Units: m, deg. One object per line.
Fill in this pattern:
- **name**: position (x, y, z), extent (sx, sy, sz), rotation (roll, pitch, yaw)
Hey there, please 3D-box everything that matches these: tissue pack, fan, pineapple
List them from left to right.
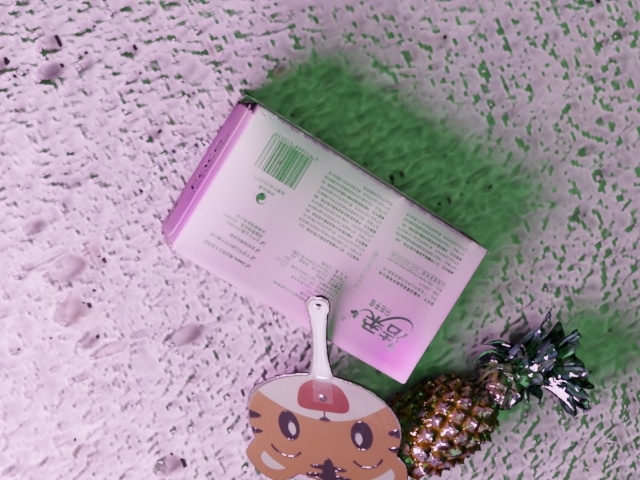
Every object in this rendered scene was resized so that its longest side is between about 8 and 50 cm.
- **tissue pack**: position (0.000, 0.000, 1.612), extent (0.246, 0.092, 0.148), rotation (32, 93, -17)
- **fan**: position (0.001, 0.135, 1.616), extent (0.152, 0.008, 0.227), rotation (7, 128, 14)
- **pineapple**: position (0.145, 0.154, 1.684), extent (0.221, 0.083, 0.103), rotation (-28, 91, -5)
